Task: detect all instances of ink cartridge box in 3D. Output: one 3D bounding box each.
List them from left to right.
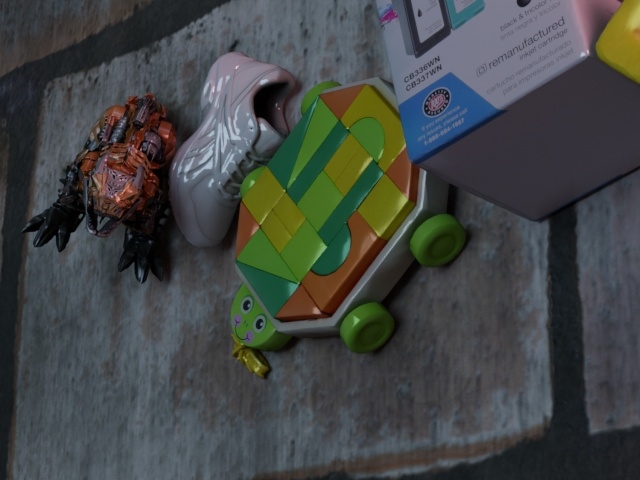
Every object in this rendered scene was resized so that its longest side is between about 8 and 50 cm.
[{"bbox_3d":[0.189,-0.198,1.404,0.198,0.197,0.270,-31,55,33],"label":"ink cartridge box"}]

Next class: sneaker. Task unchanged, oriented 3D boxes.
[{"bbox_3d":[-0.094,-0.101,1.729,0.115,0.090,0.232,11,85,41],"label":"sneaker"}]

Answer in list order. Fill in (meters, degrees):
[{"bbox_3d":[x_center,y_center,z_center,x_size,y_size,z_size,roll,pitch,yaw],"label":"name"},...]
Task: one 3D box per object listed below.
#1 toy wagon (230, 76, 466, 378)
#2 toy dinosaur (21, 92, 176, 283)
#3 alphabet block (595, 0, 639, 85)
[{"bbox_3d":[0.000,0.000,1.610,0.344,0.068,0.267,-52,46,17],"label":"toy wagon"},{"bbox_3d":[-0.219,-0.080,1.774,0.164,0.322,0.218,29,119,12],"label":"toy dinosaur"},{"bbox_3d":[0.374,-0.156,1.207,0.193,0.197,0.192,41,105,44],"label":"alphabet block"}]
